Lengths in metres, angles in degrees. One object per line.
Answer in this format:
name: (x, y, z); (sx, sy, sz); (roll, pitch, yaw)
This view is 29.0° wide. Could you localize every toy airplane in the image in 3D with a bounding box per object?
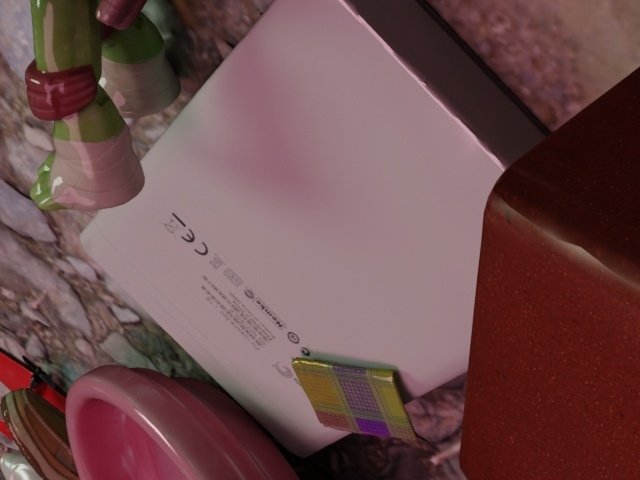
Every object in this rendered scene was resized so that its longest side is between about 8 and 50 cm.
toy airplane: (-0.275, 0.159, 1.170); (0.151, 0.028, 0.151); (22, 138, 22)

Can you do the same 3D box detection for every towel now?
towel: (0.022, 0.102, 0.803); (0.083, 0.009, 0.060); (2, 127, 38)

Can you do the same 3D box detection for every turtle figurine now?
turtle figurine: (-0.184, -0.155, 0.669); (0.198, 0.275, 0.266); (-125, 17, -45)

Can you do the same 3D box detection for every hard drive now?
hard drive: (0.000, 0.000, 0.770); (0.233, 0.047, 0.353); (45, 142, -4)

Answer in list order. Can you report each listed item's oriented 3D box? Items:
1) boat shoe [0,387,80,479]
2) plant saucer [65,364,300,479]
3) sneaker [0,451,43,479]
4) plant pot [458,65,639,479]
boat shoe: (-0.212, 0.192, 1.121); (0.190, 0.072, 0.068); (57, -174, -36)
plant saucer: (-0.082, 0.236, 0.976); (0.332, 0.084, 0.332); (39, 145, 34)
sneaker: (-0.284, 0.293, 1.232); (0.094, 0.080, 0.212); (20, 123, 17)
plant pot: (0.204, 0.052, 0.494); (0.236, 0.267, 0.267); (33, 143, 30)
